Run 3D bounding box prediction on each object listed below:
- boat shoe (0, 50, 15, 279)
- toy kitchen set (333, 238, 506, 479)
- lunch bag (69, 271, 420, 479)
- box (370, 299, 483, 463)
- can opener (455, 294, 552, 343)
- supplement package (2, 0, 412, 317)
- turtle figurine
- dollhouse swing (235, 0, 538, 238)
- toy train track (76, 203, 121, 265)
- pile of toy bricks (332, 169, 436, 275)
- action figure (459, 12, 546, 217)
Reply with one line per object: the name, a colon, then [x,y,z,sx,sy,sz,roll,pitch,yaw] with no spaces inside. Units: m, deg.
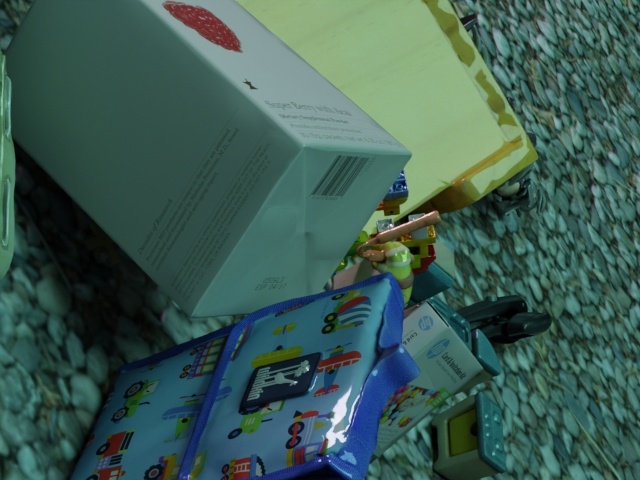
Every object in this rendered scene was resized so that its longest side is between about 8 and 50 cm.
boat shoe: [-0.295,-0.102,1.382,0.094,0.109,0.302,42,41,-57]
toy kitchen set: [0.124,0.125,1.787,0.207,0.122,0.166,38,37,-34]
lunch bag: [-0.043,0.155,1.334,0.138,0.293,0.221,49,31,-20]
box: [0.051,0.144,1.559,0.038,0.186,0.145,49,0,25]
can opener: [0.186,0.092,1.979,0.186,0.073,0.059,-5,77,-48]
supplement package: [-0.108,-0.095,1.457,0.293,0.175,0.177,42,21,24]
turtle figurine: [0.033,0.086,1.593,0.087,0.269,0.217,42,4,8]
dollhouse swing: [0.007,-0.155,1.911,0.346,0.305,0.315,58,-12,-4]
toy train track: [-0.200,-0.013,1.519,0.048,0.014,0.083,-21,77,-53]
pile of toy bricks: [0.000,0.000,1.695,0.105,0.212,0.118,85,-4,-49]
action figure: [0.206,-0.143,2.132,0.285,0.099,0.185,57,1,-23]
